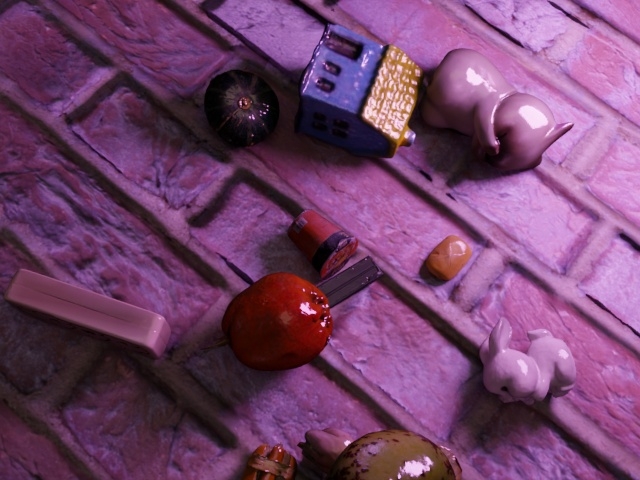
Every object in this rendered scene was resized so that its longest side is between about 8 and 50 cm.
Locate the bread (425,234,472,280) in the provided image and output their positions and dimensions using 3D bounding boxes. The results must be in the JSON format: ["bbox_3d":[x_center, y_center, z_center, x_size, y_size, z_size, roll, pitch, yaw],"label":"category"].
[{"bbox_3d":[0.307,0.038,1.615,0.115,0.056,0.082,-41,76,-17],"label":"bread"}]

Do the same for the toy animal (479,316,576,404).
[{"bbox_3d":[0.452,0.269,1.499,0.192,0.127,0.179,3,67,-2],"label":"toy animal"}]

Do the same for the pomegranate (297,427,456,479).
[{"bbox_3d":[0.097,0.483,1.347,0.285,0.285,0.340,-43,47,-17],"label":"pomegranate"}]

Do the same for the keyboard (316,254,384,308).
[{"bbox_3d":[0.053,0.107,1.596,0.198,0.010,0.064,-30,72,-14],"label":"keyboard"}]

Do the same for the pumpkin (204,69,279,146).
[{"bbox_3d":[-0.193,-0.326,1.671,0.190,0.146,0.191,-6,103,-25],"label":"pumpkin"}]

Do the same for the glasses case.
[{"bbox_3d":[-0.495,0.161,1.468,0.336,0.144,0.076,18,69,4],"label":"glasses case"}]

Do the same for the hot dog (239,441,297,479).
[{"bbox_3d":[-0.127,0.542,1.385,0.109,0.072,0.270,19,68,6],"label":"hot dog"}]

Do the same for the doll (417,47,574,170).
[{"bbox_3d":[0.402,-0.320,1.678,0.226,0.215,0.370,-33,72,-32],"label":"doll"}]

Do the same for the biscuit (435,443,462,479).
[{"bbox_3d":[0.244,0.496,1.456,0.120,0.015,0.120,1,69,-3],"label":"biscuit"}]

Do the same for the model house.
[{"bbox_3d":[0.105,-0.347,1.675,0.303,0.215,0.237,23,69,-1],"label":"model house"}]

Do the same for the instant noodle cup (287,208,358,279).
[{"bbox_3d":[-0.001,0.002,1.582,0.127,0.127,0.135,-42,69,-17],"label":"instant noodle cup"}]

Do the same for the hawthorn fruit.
[{"bbox_3d":[-0.120,0.187,1.459,0.298,0.211,0.211,-22,72,-1],"label":"hawthorn fruit"}]
